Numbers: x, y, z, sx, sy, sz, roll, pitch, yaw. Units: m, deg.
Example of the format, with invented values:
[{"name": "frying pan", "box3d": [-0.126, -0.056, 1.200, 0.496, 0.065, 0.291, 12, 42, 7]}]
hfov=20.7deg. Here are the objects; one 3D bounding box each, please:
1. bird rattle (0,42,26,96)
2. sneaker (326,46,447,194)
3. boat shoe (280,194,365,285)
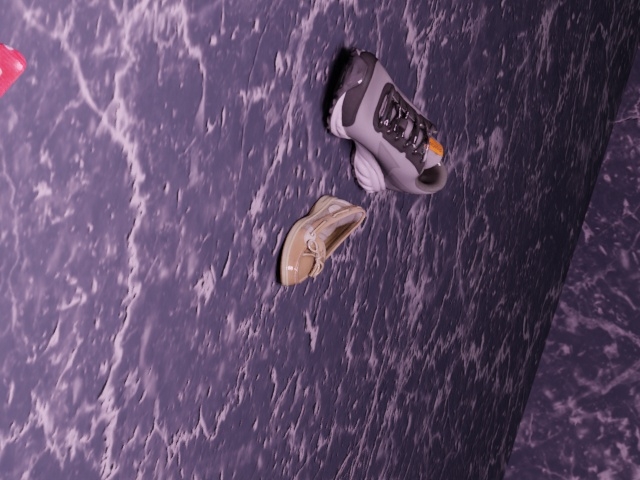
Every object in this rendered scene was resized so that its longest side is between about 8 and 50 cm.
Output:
[{"name": "bird rattle", "box3d": [-0.294, -0.084, 1.021, 0.207, 0.143, 0.253, -59, 169, -16]}, {"name": "sneaker", "box3d": [0.080, -0.132, 1.971, 0.271, 0.108, 0.100, 56, 52, -62]}, {"name": "boat shoe", "box3d": [0.000, 0.001, 1.915, 0.153, 0.048, 0.056, -50, 146, -53]}]
